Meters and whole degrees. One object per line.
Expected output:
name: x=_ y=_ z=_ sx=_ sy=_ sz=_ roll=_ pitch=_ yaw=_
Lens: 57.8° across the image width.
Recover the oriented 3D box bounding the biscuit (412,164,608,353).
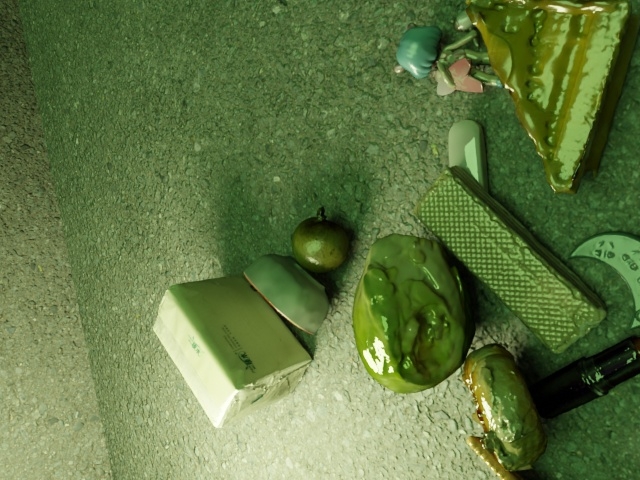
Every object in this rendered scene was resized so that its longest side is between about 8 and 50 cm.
biscuit: x=0.380 y=0.032 z=1.189 sx=0.426 sy=0.078 sz=0.144 roll=48 pitch=125 yaw=16

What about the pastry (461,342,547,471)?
pastry: x=0.357 y=0.328 z=1.162 sx=0.120 sy=0.257 sz=0.236 roll=-20 pitch=41 yaw=7

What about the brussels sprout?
brussels sprout: x=0.202 y=0.158 z=1.249 sx=0.268 sy=0.344 sz=0.344 roll=4 pitch=99 yaw=8

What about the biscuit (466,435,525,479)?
biscuit: x=0.411 y=0.505 z=1.207 sx=0.030 sy=0.160 sz=0.249 roll=-46 pitch=60 yaw=1

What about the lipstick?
lipstick: x=0.533 y=0.255 z=1.111 sx=0.299 sy=0.081 sz=0.081 roll=-43 pitch=67 yaw=37

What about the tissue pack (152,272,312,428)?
tissue pack: x=-0.255 y=0.296 z=1.660 sx=0.380 sy=0.297 sz=0.207 roll=47 pitch=124 yaw=25

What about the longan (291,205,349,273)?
longan: x=0.000 y=0.000 z=1.501 sx=0.154 sy=0.145 sz=0.176 roll=9 pitch=106 yaw=14

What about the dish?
dish: x=-0.072 y=0.125 z=1.542 sx=0.117 sy=0.256 sz=0.256 roll=-48 pitch=60 yaw=1

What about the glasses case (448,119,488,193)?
glasses case: x=0.322 y=-0.163 z=1.267 sx=0.076 sy=0.049 sz=0.197 roll=-3 pitch=94 yaw=39

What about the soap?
soap: x=0.398 y=-0.283 z=1.113 sx=0.304 sy=0.169 sz=0.339 roll=22 pitch=107 yaw=37

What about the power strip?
power strip: x=0.577 y=0.070 z=1.077 sx=0.137 sy=0.044 sz=0.216 roll=-50 pitch=63 yaw=32

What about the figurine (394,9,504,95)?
figurine: x=0.286 y=-0.409 z=1.239 sx=0.260 sy=0.102 sz=0.205 roll=25 pitch=113 yaw=26
